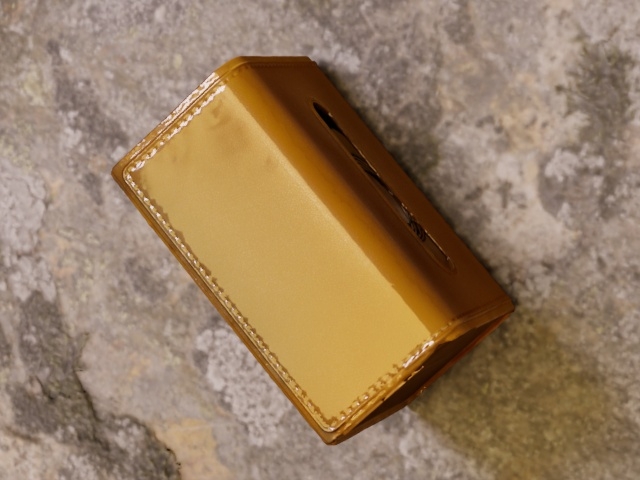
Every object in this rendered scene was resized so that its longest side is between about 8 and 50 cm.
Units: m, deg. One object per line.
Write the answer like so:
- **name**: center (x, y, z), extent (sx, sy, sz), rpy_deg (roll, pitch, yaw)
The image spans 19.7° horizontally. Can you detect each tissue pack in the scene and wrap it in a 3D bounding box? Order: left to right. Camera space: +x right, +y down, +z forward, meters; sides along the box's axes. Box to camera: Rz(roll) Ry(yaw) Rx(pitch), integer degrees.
- **tissue pack**: center (0.000, 0.000, 1.451), extent (0.145, 0.194, 0.274), rpy_deg (-43, 80, 21)
